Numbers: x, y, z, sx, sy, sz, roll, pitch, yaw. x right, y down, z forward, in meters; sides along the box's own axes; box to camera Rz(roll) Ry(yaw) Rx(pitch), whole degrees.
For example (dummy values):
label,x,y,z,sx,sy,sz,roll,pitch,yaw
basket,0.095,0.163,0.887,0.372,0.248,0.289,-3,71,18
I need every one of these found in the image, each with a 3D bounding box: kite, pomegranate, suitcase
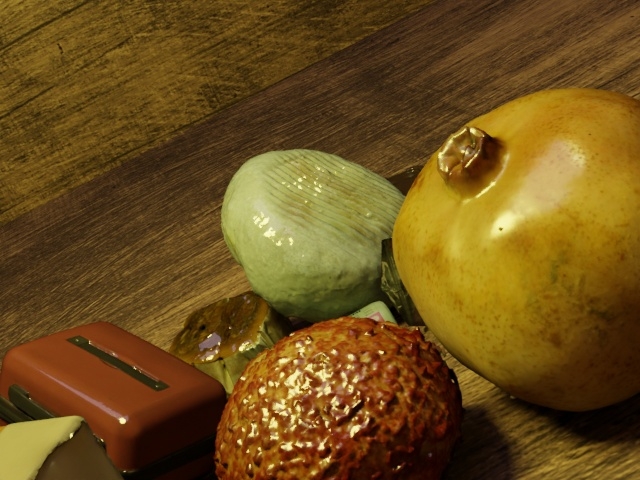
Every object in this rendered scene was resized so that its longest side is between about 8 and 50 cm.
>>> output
label,x,y,z,sx,sy,sz,roll,pitch,yaw
kite,0.265,0.031,1.510,0.360,0.204,0.022,-16,43,8
pomegranate,0.281,0.006,1.251,0.416,0.417,0.416,-22,22,9
suitcase,-0.304,0.246,1.472,0.297,0.161,0.236,23,23,31

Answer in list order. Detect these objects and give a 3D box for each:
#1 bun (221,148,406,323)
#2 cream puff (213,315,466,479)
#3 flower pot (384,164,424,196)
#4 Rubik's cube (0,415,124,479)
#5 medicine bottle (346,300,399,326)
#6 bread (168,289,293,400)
label,x,y,z,sx,sy,sz,roll,pitch,yaw
bun,0.000,0.000,1.709,0.362,0.211,0.362,14,36,-10
cream puff,0.004,0.225,1.224,0.350,0.228,0.350,-33,28,20
flower pot,0.177,-0.071,1.926,0.179,0.084,0.251,-22,22,-4
Rubik's cube,-0.371,0.428,1.056,0.344,0.346,0.347,-12,25,32
medicine bottle,0.019,0.178,1.540,0.216,0.090,0.090,-28,22,-5
bread,-0.153,0.173,1.713,0.192,0.110,0.210,-19,23,19
